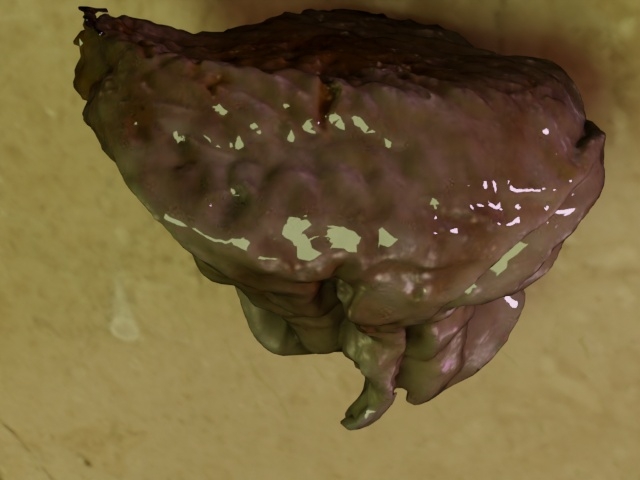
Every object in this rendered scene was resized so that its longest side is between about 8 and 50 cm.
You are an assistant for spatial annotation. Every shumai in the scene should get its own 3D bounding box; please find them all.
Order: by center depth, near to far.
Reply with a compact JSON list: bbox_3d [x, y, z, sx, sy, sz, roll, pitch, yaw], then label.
[{"bbox_3d":[0.003,0.001,0.767,0.218,0.184,0.185,-2,113,-16],"label":"shumai"}]
